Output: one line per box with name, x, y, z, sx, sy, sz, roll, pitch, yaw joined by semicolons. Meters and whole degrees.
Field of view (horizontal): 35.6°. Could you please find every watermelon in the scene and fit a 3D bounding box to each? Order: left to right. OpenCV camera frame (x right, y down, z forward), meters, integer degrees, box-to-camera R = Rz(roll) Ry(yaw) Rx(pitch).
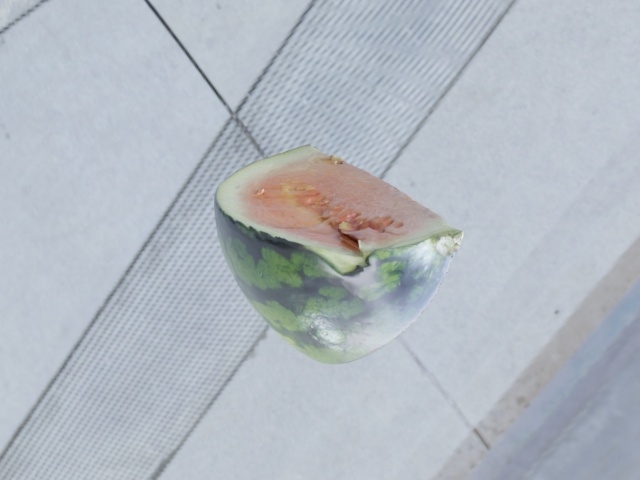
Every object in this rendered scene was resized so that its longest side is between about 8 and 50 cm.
watermelon;-0.025;-0.004;0.825;0.128;0.303;0.159;29;95;-25
